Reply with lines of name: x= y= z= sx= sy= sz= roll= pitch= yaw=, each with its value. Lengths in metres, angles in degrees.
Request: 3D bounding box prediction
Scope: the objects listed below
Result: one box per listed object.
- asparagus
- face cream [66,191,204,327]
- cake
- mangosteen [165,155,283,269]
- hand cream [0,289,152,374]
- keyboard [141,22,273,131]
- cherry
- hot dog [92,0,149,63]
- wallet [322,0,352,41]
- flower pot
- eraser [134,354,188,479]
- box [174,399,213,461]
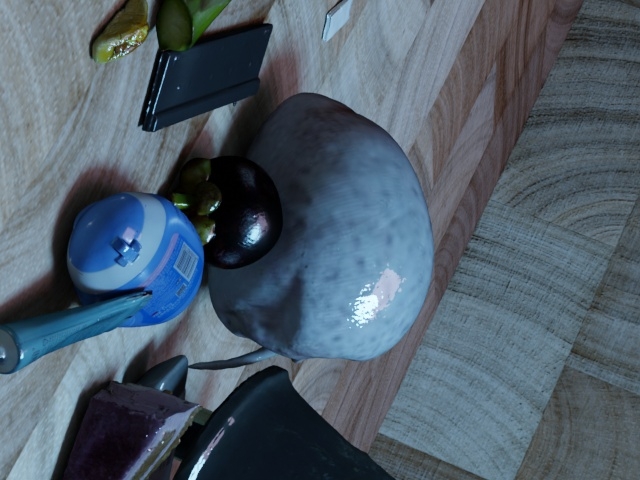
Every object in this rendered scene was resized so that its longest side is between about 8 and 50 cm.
asparagus: x=-0.096 y=-0.296 z=1.763 sx=0.278 sy=0.060 sz=0.067 roll=-55 pitch=180 yaw=-43
face cream: x=-0.201 y=0.020 z=1.775 sx=0.149 sy=0.083 sz=0.264 roll=-51 pitch=164 yaw=-6
cake: x=-0.271 y=0.287 z=1.968 sx=0.295 sy=0.112 sz=0.116 roll=-58 pitch=167 yaw=13
mangosteen: x=-0.121 y=-0.037 z=1.946 sx=0.151 sy=0.137 sz=0.137 roll=14 pitch=99 yaw=-43
hand cream: x=-0.258 y=0.091 z=1.667 sx=0.083 sy=0.048 sz=0.224 roll=-39 pitch=168 yaw=30
keyboard: x=-0.125 y=-0.188 z=1.893 sx=0.309 sy=0.018 sz=0.101 roll=-34 pitch=142 yaw=-66
cherry: x=0.002 y=0.004 z=2.109 sx=0.326 sy=0.291 sz=0.335 roll=-98 pitch=-160 yaw=-57
hot dog: x=-0.187 y=-0.202 z=1.605 sx=0.030 sy=0.034 sz=0.090 roll=97 pitch=19 yaw=-49
wallet: x=0.025 y=-0.309 z=2.292 sx=0.083 sy=0.011 sz=0.044 roll=-50 pitch=157 yaw=-50
flower pot: x=-0.024 y=0.382 z=2.110 sx=0.379 sy=0.251 sz=0.379 roll=-47 pitch=151 yaw=-37
eraser: x=-0.231 y=0.292 z=2.133 sx=0.089 sy=0.061 sz=0.352 roll=-46 pitch=154 yaw=-53
box: x=-0.173 y=0.271 z=2.281 sx=0.035 sy=0.079 sz=0.083 roll=-46 pitch=152 yaw=-59
